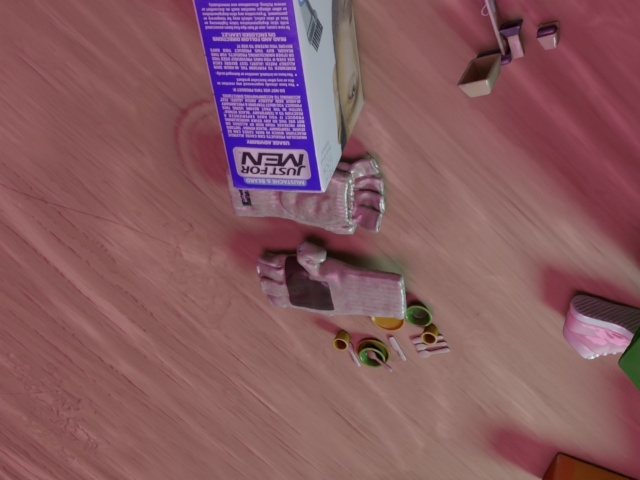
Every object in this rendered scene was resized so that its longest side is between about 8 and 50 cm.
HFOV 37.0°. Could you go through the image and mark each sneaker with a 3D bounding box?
[{"bbox_3d":[0.358,0.117,1.158,0.134,0.051,0.070,20,133,9],"label":"sneaker"}]

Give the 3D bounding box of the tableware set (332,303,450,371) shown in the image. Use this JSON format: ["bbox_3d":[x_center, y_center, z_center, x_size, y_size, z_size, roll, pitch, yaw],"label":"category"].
[{"bbox_3d":[0.089,0.131,1.286,0.154,0.024,0.104,-13,122,29],"label":"tableware set"}]

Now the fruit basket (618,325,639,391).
[{"bbox_3d":[0.549,0.097,0.948,0.392,0.283,0.392,19,127,27],"label":"fruit basket"}]

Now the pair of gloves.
[{"bbox_3d":[0.000,0.000,1.203,0.204,0.042,0.240,0,125,25],"label":"pair of gloves"}]

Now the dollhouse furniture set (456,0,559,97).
[{"bbox_3d":[0.173,-0.200,0.929,0.091,0.114,0.081,-8,120,29],"label":"dollhouse furniture set"}]

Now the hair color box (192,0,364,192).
[{"bbox_3d":[-0.040,-0.236,0.930,0.110,0.185,0.338,5,129,15],"label":"hair color box"}]

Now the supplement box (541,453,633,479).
[{"bbox_3d":[0.425,0.382,1.327,0.234,0.078,0.080,18,131,7],"label":"supplement box"}]
